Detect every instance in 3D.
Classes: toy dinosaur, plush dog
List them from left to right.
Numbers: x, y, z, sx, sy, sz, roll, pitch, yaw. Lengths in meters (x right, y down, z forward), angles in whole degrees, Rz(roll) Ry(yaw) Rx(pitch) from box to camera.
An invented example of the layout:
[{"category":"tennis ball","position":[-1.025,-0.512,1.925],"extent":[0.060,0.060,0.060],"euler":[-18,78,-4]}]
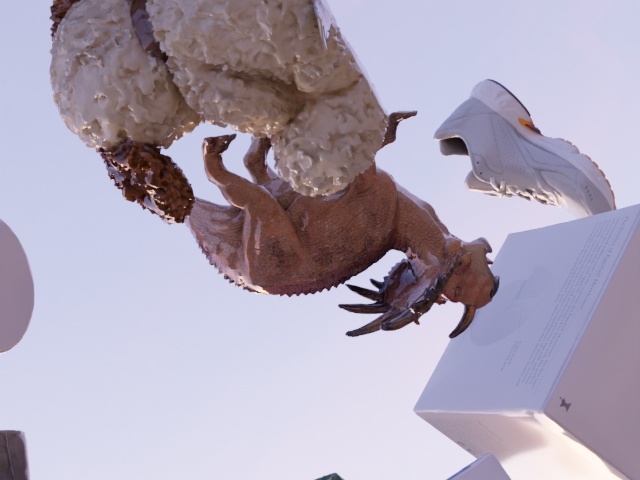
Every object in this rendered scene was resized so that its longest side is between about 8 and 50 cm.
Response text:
[{"category":"plush dog","position":[-0.102,-0.146,0.959],"extent":[0.225,0.262,0.210],"euler":[-27,-26,11]},{"category":"toy dinosaur","position":[0.000,0.000,1.056],"extent":[0.127,0.296,0.200],"euler":[-57,-40,-82]}]

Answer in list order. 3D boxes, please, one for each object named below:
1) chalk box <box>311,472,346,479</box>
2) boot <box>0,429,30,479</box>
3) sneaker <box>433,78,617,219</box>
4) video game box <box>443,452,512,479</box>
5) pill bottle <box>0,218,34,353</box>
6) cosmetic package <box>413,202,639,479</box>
[{"category":"chalk box","position":[0.026,0.434,1.518],"extent":[0.179,0.180,0.289],"euler":[-24,-41,23]},{"category":"boot","position":[-0.447,0.365,1.715],"extent":[0.076,0.208,0.190],"euler":[-11,-10,17]},{"category":"sneaker","position":[0.249,-0.080,1.553],"extent":[0.121,0.262,0.099],"euler":[-40,-30,-9]},{"category":"video game box","position":[0.016,0.235,0.852],"extent":[0.205,0.048,0.187],"euler":[-22,-20,-40]},{"category":"pill bottle","position":[-0.457,0.071,1.240],"extent":[0.334,0.187,0.188],"euler":[-14,-24,25]},{"category":"cosmetic package","position":[0.240,0.104,1.191],"extent":[0.138,0.225,0.224],"euler":[37,-110,-15]}]
